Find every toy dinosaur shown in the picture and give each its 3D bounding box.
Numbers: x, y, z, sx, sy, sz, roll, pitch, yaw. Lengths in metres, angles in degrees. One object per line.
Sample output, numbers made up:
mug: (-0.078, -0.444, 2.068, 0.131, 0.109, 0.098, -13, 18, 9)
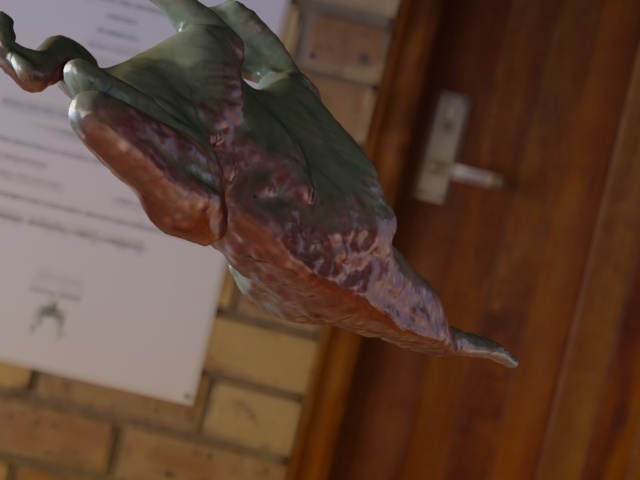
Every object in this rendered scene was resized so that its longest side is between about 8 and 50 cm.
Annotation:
toy dinosaur: (0.000, 0.000, 0.490, 0.242, 0.053, 0.167, 46, -171, -34)
